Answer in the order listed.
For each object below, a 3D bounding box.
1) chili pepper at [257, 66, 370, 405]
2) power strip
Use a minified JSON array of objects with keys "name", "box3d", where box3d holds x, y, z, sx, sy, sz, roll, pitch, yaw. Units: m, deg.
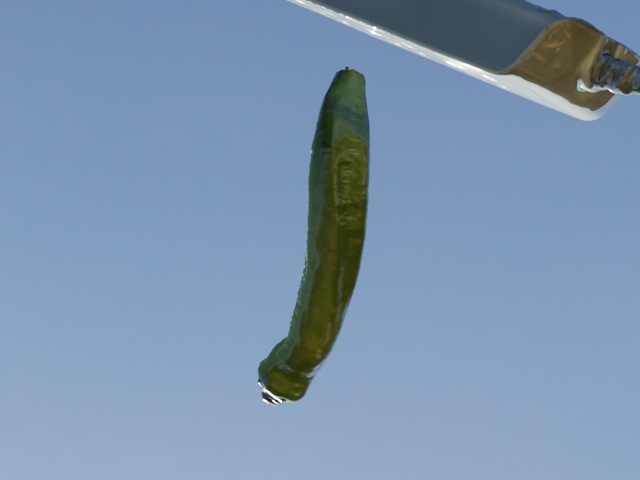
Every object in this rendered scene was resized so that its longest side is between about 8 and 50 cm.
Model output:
[{"name":"chili pepper","box3d":[-0.001,0.000,0.469,0.017,0.030,0.083,12,-84,-24]},{"name":"power strip","box3d":[0.015,-0.086,0.664,0.060,0.252,0.027,20,-84,-54]}]
